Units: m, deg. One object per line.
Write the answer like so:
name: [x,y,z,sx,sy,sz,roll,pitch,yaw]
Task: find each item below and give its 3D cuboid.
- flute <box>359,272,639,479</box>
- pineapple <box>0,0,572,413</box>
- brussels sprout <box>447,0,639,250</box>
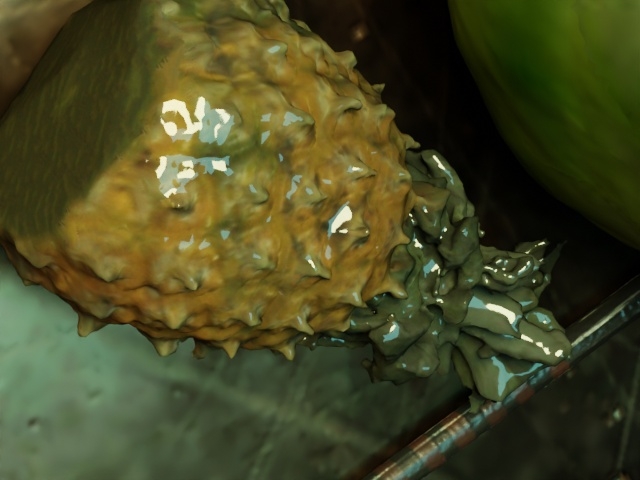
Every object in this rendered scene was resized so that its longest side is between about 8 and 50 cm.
flute: [0.073,0.044,0.663,0.269,0.014,0.014,-34,111,-19]
pineapple: [0.000,0.000,0.577,0.197,0.108,0.108,29,84,-37]
brussels sprout: [0.215,-0.085,0.572,0.289,0.281,0.355,-52,125,-10]
